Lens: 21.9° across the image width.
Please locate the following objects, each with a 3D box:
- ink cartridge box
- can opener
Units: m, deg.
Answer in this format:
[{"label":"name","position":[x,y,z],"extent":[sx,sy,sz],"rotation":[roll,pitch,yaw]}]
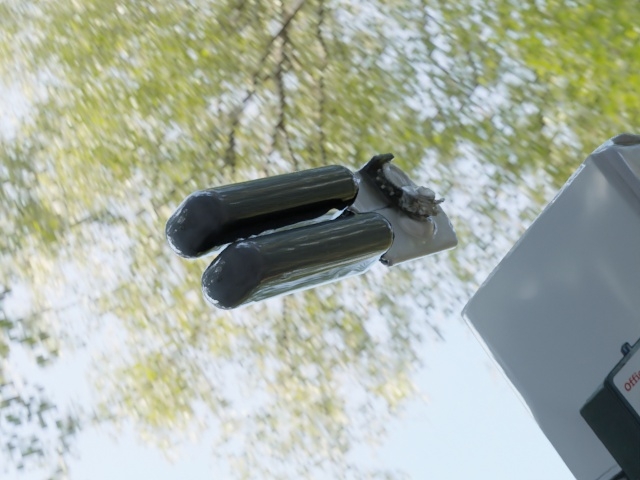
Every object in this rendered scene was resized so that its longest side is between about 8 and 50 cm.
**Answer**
[{"label":"ink cartridge box","position":[0.165,0.068,0.534],"extent":[0.153,0.208,0.087],"rotation":[-3,-39,-45]},{"label":"can opener","position":[0.000,0.000,1.023],"extent":[0.093,0.280,0.074],"rotation":[-45,-106,24]}]
